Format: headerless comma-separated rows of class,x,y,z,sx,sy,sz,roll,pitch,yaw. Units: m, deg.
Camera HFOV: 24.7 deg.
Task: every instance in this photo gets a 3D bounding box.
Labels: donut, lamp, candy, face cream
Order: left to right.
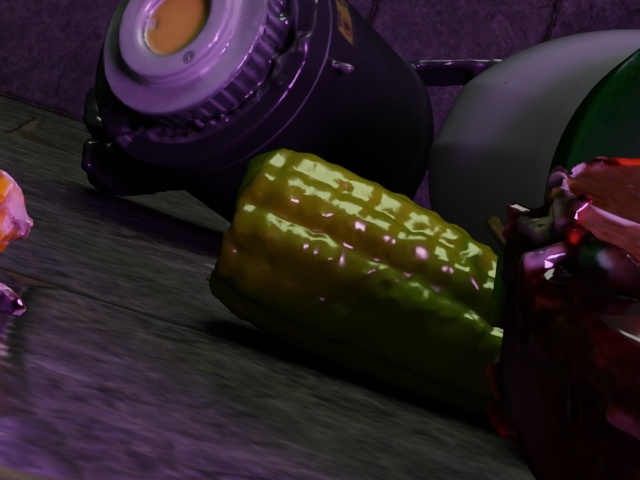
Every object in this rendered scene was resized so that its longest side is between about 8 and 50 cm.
lamp,-0.035,-0.117,1.165,0.374,0.205,0.272,-2,-23,10
candy,0.046,0.031,0.719,0.210,0.096,0.097,27,5,7
face cream,0.214,-0.001,0.879,0.313,0.219,0.357,29,-3,0
donut,0.175,0.061,0.461,0.270,0.103,0.269,15,20,-5

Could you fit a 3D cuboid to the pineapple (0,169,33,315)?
pineapple,-0.172,-0.027,0.418,0.221,0.047,0.221,20,-14,5

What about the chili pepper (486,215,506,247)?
chili pepper,0.151,0.071,0.615,0.071,0.063,0.272,6,30,-46
